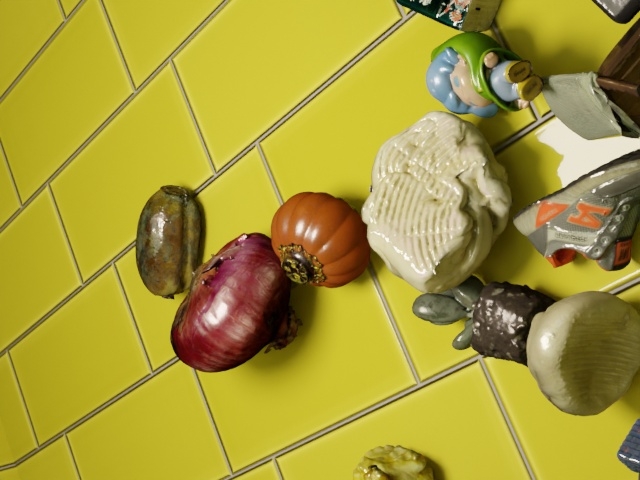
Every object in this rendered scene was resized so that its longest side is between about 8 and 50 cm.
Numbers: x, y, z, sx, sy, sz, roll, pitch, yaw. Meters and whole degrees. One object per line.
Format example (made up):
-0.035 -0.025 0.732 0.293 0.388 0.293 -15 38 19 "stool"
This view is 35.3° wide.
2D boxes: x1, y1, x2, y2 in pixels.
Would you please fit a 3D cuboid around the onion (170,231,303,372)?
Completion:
-0.168 0.157 2.226 0.285 0.347 0.347 31 126 -13 "onion"

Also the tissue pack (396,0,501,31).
0.237 -0.453 1.878 0.170 0.103 0.090 36 118 34 "tissue pack"

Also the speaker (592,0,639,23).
0.448 -0.556 1.664 0.388 0.184 0.180 50 127 14 "speaker"

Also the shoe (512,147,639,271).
0.480 -0.034 1.680 0.336 0.132 0.171 -33 82 50 "shoe"

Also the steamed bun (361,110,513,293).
0.220 -0.061 1.876 0.275 0.206 0.320 25 85 28 "steamed bun"

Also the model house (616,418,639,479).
0.564 0.388 1.629 0.166 0.172 0.183 12 103 40 "model house"

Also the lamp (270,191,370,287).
0.000 0.000 2.089 0.223 0.196 0.223 27 149 18 "lamp"

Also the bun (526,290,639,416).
0.435 0.185 1.704 0.133 0.231 0.231 21 110 58 "bun"

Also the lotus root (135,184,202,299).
-0.379 0.002 2.472 0.160 0.152 0.275 21 107 49 "lotus root"

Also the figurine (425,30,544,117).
0.293 -0.291 1.788 0.143 0.162 0.263 -53 26 -7 "figurine"

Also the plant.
0.310 0.141 1.860 0.274 0.146 0.149 14 93 44 "plant"

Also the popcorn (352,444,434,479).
0.133 0.491 2.024 0.168 0.195 0.173 26 117 29 "popcorn"

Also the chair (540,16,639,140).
0.508 -0.253 1.600 0.186 0.160 0.319 -48 16 0 "chair"
